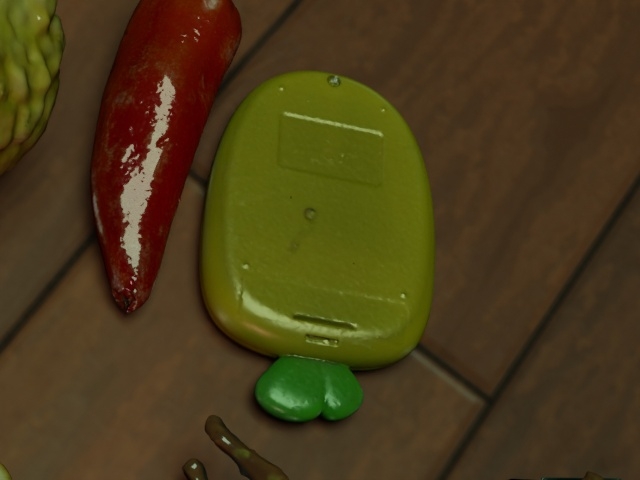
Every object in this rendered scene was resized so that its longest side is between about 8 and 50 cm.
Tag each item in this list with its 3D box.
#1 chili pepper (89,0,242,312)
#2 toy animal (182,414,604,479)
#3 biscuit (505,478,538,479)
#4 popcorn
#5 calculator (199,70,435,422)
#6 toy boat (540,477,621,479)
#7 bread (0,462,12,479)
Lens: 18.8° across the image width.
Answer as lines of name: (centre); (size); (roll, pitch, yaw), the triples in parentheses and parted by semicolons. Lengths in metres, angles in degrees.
chili pepper: (-0.095, -0.085, 1.157); (0.071, 0.063, 0.272); (13, 63, 1)
toy animal: (0.027, 0.172, 1.049); (0.229, 0.066, 0.224); (32, 66, 10)
biscuit: (0.150, 0.232, 1.030); (0.151, 0.235, 0.063); (-3, 21, -22)
popcorn: (-0.221, -0.112, 1.061); (0.170, 0.180, 0.180); (33, 59, -7)
calculator: (0.000, 0.000, 1.162); (0.146, 0.032, 0.235); (10, 60, -14)
toy boat: (0.153, 0.207, 1.103); (0.055, 0.060, 0.141); (3, 80, -21)
bread: (-0.205, 0.167, 0.983); (0.122, 0.073, 0.149); (-11, 69, -26)
